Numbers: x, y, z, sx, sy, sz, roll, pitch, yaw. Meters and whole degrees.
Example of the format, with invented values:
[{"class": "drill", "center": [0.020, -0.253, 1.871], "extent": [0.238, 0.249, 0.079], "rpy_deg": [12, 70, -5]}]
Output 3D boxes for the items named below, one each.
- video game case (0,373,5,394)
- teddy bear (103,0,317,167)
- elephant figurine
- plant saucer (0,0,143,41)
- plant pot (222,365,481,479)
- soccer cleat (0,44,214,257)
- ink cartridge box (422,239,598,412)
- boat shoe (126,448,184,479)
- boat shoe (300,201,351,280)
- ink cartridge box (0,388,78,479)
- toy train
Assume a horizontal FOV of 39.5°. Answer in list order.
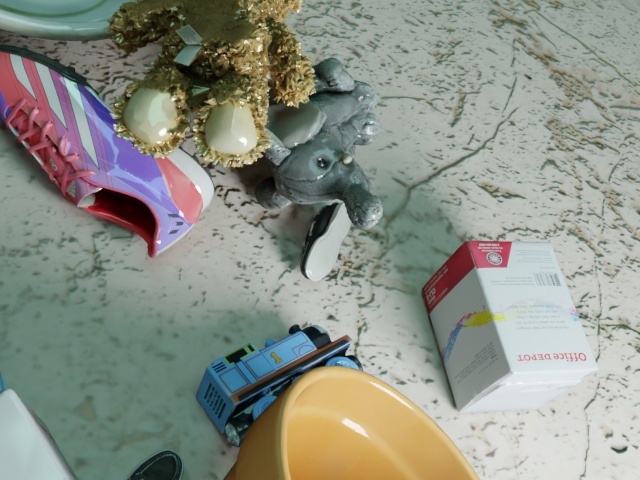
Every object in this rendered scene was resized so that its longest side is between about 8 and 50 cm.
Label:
[{"class": "video game case", "center": [-0.392, 0.133, 0.842], "extent": [0.166, 0.015, 0.119], "rpy_deg": [-10, 63, -30]}, {"class": "teddy bear", "center": [-0.123, -0.210, 1.033], "extent": [0.245, 0.113, 0.338], "rpy_deg": [-9, 53, -4]}, {"class": "elephant figurine", "center": [-0.020, -0.108, 1.083], "extent": [0.169, 0.186, 0.239], "rpy_deg": [45, 38, -21]}, {"class": "plant saucer", "center": [-0.364, -0.387, 1.157], "extent": [0.401, 0.100, 0.400], "rpy_deg": [13, 54, -18]}, {"class": "plant pot", "center": [0.009, 0.284, 0.766], "extent": [0.291, 0.203, 0.290], "rpy_deg": [37, 27, -22]}, {"class": "soccer cleat", "center": [-0.276, -0.105, 1.006], "extent": [0.318, 0.108, 0.116], "rpy_deg": [33, 54, -4]}, {"class": "ink cartridge box", "center": [0.224, 0.106, 1.080], "extent": [0.128, 0.127, 0.176], "rpy_deg": [2, 57, -25]}, {"class": "boat shoe", "center": [-0.176, 0.252, 0.846], "extent": [0.049, 0.040, 0.142], "rpy_deg": [39, 51, 4]}, {"class": "boat shoe", "center": [0.000, 0.000, 1.106], "extent": [0.046, 0.038, 0.125], "rpy_deg": [57, 45, -38]}, {"class": "ink cartridge box", "center": [-0.245, 0.269, 0.695], "extent": [0.168, 0.171, 0.232], "rpy_deg": [-31, 74, -18]}, {"class": "toy train", "center": [-0.039, 0.152, 0.959], "extent": [0.184, 0.080, 0.105], "rpy_deg": [-25, 65, -36]}]
